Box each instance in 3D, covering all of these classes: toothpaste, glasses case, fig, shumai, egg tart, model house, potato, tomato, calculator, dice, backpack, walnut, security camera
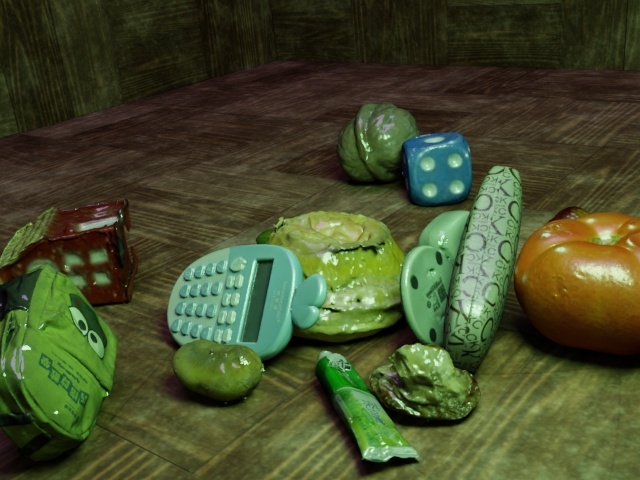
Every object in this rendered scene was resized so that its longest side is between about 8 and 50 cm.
[{"bbox_3d":[0.046,0.214,0.979,0.078,0.046,0.248,5,20,-22],"label":"toothpaste"},{"bbox_3d":[0.247,0.034,1.114,0.085,0.137,0.354,11,51,17],"label":"glasses case"},{"bbox_3d":[0.461,0.014,1.322,0.119,0.153,0.119,-44,3,3],"label":"fig"},{"bbox_3d":[0.146,0.180,0.984,0.139,0.105,0.123,29,23,8],"label":"shumai"},{"bbox_3d":[0.016,0.037,1.267,0.352,0.149,0.352,1,24,0],"label":"egg tart"},{"bbox_3d":[-0.483,0.032,1.399,0.254,0.159,0.196,-10,23,-5],"label":"model house"},{"bbox_3d":[-0.145,0.185,1.059,0.138,0.070,0.091,6,31,31],"label":"potato"},{"bbox_3d":[0.411,0.062,1.078,0.260,0.179,0.260,-5,20,2],"label":"tomato"},{"bbox_3d":[-0.120,0.097,1.151,0.303,0.042,0.188,-1,67,31],"label":"calculator"},{"bbox_3d":[0.264,-0.166,1.705,0.147,0.146,0.143,-6,21,1],"label":"dice"},{"bbox_3d":[-0.372,0.169,0.992,0.140,0.207,0.253,-27,31,7],"label":"backpack"},{"bbox_3d":[0.144,-0.242,1.852,0.224,0.224,0.224,-5,23,2],"label":"walnut"},{"bbox_3d":[0.188,0.058,1.186,0.080,0.157,0.301,-11,17,36],"label":"security camera"}]

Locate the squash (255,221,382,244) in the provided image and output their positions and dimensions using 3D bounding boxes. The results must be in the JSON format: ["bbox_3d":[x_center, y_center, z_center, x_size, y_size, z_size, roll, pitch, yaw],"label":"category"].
[{"bbox_3d":[0.000,0.000,1.472,0.258,0.069,0.069,-5,23,2],"label":"squash"}]
